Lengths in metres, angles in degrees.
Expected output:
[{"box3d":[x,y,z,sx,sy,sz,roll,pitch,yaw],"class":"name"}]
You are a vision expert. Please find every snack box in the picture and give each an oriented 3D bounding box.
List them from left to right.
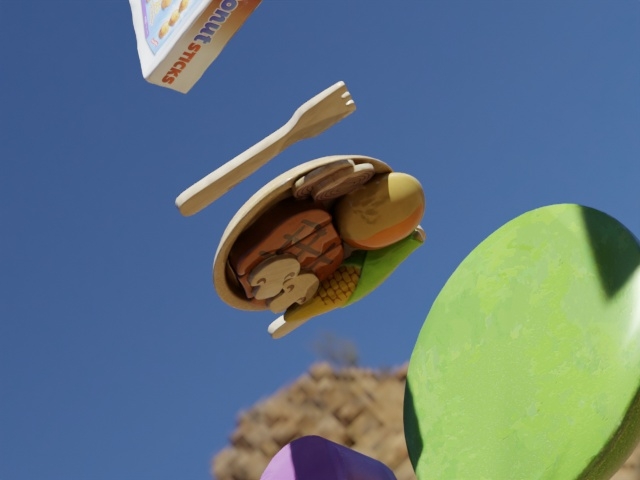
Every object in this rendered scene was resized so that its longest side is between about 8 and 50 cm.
[{"box3d":[-0.059,-0.146,0.756,0.022,0.178,0.064,15,-45,-33],"class":"snack box"}]

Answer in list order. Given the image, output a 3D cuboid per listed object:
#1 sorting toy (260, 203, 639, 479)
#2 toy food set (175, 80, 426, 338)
[{"box3d":[0.133,0.052,0.725,0.126,0.127,0.365,26,-51,-33],"class":"sorting toy"},{"box3d":[0.000,0.000,1.077,0.132,0.038,0.192,-35,-31,0],"class":"toy food set"}]
